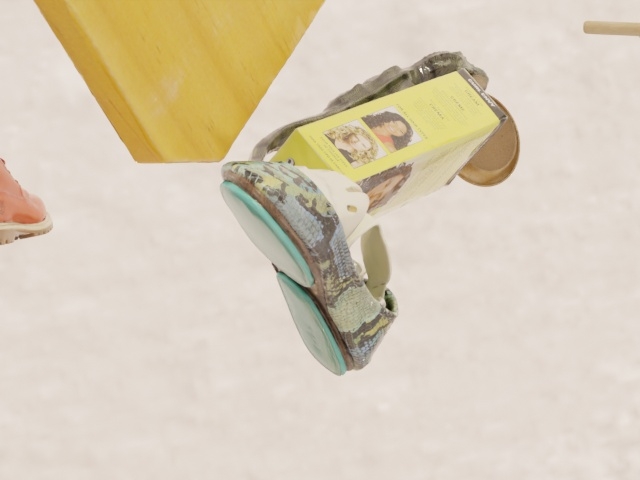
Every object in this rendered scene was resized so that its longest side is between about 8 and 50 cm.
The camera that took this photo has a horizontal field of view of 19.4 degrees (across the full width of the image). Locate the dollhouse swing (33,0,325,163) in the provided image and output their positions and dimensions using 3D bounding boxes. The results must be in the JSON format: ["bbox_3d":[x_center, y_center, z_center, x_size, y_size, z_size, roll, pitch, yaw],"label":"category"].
[{"bbox_3d":[-0.186,-0.255,1.242,0.315,0.347,0.305,12,142,24],"label":"dollhouse swing"}]

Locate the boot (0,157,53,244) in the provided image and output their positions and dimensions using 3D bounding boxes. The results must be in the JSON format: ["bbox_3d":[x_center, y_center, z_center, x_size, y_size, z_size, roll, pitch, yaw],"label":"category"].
[{"bbox_3d":[-0.257,-0.038,1.487,0.059,0.085,0.158,-9,-179,10],"label":"boot"}]

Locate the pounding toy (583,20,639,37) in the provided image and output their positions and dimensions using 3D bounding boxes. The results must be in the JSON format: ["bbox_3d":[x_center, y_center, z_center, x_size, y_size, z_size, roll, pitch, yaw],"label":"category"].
[{"bbox_3d":[0.310,-0.160,1.469,0.100,0.141,0.130,-39,-178,-42],"label":"pounding toy"}]

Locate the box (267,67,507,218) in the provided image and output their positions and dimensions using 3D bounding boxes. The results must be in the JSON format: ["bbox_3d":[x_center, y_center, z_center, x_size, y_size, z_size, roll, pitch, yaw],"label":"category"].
[{"bbox_3d":[0.042,-0.059,1.368,0.232,0.058,0.087,-26,161,-52],"label":"box"}]

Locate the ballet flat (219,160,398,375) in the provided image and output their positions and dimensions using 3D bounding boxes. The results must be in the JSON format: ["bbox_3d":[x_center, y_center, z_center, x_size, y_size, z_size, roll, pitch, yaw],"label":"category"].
[{"bbox_3d":[0.000,0.000,0.950,0.070,0.070,0.188,-16,149,5],"label":"ballet flat"}]

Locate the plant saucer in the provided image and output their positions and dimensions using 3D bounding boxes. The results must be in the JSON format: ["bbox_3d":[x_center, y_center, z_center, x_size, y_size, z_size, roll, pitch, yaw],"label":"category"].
[{"bbox_3d":[0.136,-0.087,1.566,0.015,0.083,0.083,-25,171,-46],"label":"plant saucer"}]

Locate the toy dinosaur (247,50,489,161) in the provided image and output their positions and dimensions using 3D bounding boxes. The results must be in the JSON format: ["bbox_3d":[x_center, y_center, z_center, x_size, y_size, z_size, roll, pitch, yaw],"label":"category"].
[{"bbox_3d":[0.014,-0.080,1.467,0.268,0.064,0.118,-29,164,-37],"label":"toy dinosaur"}]
